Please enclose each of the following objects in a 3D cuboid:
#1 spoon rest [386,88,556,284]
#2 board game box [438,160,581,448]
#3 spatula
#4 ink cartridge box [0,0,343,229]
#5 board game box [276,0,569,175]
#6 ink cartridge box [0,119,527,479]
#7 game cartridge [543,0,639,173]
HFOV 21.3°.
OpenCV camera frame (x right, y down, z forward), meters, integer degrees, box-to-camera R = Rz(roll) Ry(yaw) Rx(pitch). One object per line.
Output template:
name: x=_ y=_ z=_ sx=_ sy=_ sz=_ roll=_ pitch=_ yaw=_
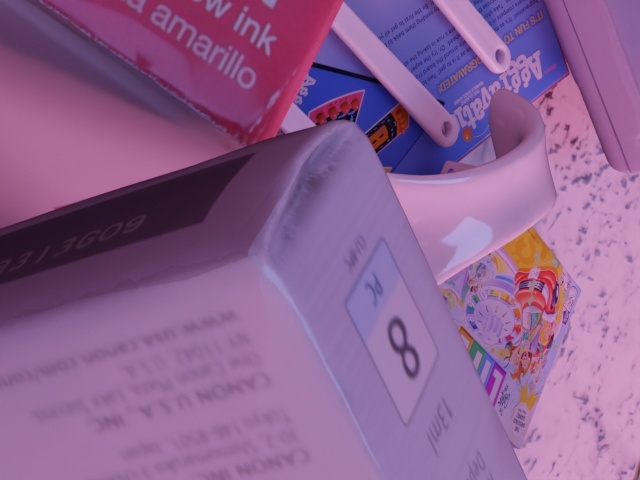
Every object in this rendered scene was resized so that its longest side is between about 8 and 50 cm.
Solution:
spoon rest: x=0.000 y=0.000 z=0.781 sx=0.276 sy=0.084 sz=0.137 roll=-23 pitch=111 yaw=-24
board game box: x=0.089 y=0.038 z=0.927 sx=0.154 sy=0.026 sz=0.103 roll=44 pitch=65 yaw=-52
spatula: x=0.004 y=-0.109 z=0.837 sx=0.242 sy=0.019 sz=0.168 roll=45 pitch=63 yaw=-39
ink cartridge box: x=-0.058 y=-0.209 z=0.610 sx=0.160 sy=0.279 sz=0.385 roll=33 pitch=71 yaw=-22
board game box: x=0.020 y=-0.086 z=0.881 sx=0.281 sy=0.027 sz=0.145 roll=-38 pitch=116 yaw=-35
ink cartridge box: x=-0.055 y=0.182 z=0.536 sx=0.385 sy=0.308 sz=0.091 roll=64 pitch=27 yaw=-20
game cartridge: x=0.219 y=-0.201 z=1.022 sx=0.294 sy=0.060 sz=0.196 roll=-47 pitch=126 yaw=-37
